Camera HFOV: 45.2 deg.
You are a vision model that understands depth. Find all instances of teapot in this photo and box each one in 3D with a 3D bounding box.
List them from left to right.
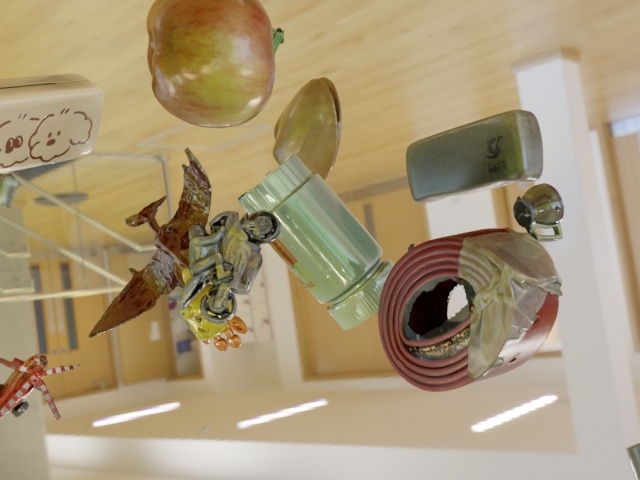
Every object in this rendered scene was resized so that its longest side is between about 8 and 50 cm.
[{"bbox_3d":[0.320,-0.037,1.128,0.057,0.088,0.066,-17,169,-20],"label":"teapot"}]

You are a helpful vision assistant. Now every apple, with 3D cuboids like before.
[{"bbox_3d":[-0.095,-0.159,0.658,0.102,0.126,0.126,-4,174,-22],"label":"apple"}]

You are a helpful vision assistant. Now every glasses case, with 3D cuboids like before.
[{"bbox_3d":[-0.518,-0.192,1.281,0.076,0.144,0.336,33,-149,23],"label":"glasses case"},{"bbox_3d":[0.283,-0.154,1.462,0.074,0.131,0.323,-6,178,-32],"label":"glasses case"}]

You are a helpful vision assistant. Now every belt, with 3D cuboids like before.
[{"bbox_3d":[0.218,0.099,1.170,0.115,0.227,0.324,-11,157,-36],"label":"belt"}]

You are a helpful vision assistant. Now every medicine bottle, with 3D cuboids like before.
[{"bbox_3d":[0.000,0.000,1.437,0.158,0.318,0.158,-40,-174,5],"label":"medicine bottle"}]

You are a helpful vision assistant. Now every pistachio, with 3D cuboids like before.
[{"bbox_3d":[-0.018,-0.262,1.869,0.163,0.212,0.260,-23,156,-37],"label":"pistachio"}]

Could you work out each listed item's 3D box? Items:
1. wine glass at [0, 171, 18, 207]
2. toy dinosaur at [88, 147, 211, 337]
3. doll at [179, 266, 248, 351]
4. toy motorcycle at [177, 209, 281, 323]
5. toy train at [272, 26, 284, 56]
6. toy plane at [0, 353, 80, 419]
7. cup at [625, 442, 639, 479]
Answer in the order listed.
[{"bbox_3d":[-0.574,-0.101,1.410,0.042,0.083,0.039,4,170,45],"label":"wine glass"},{"bbox_3d":[-0.255,-0.002,1.203,0.327,0.206,0.113,-33,157,36],"label":"toy dinosaur"},{"bbox_3d":[-0.223,0.118,1.520,0.143,0.220,0.135,-24,-177,41],"label":"doll"},{"bbox_3d":[-0.148,0.024,1.135,0.124,0.193,0.061,26,162,7],"label":"toy motorcycle"},{"bbox_3d":[-0.121,-0.456,1.788,0.056,0.093,0.038,24,-156,-16],"label":"toy train"},{"bbox_3d":[-0.419,0.228,1.039,0.077,0.194,0.126,-29,130,34],"label":"toy plane"},{"bbox_3d":[0.314,0.196,0.641,0.100,0.077,0.078,-29,158,28],"label":"cup"}]
